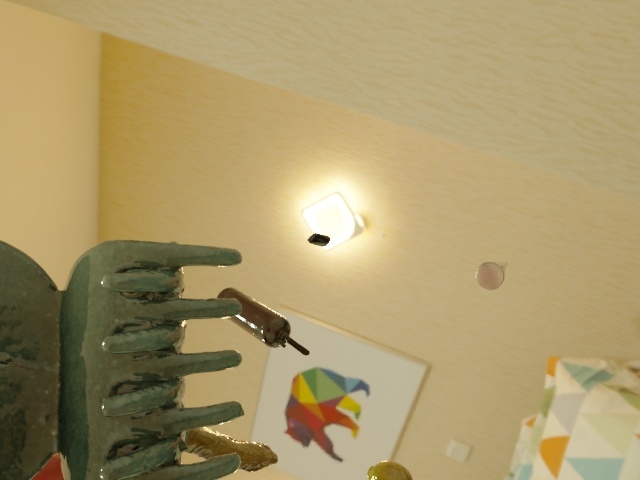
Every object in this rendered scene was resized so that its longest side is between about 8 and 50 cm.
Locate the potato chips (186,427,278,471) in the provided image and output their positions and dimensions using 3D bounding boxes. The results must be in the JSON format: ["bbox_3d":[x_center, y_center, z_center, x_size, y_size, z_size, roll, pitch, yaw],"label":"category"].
[{"bbox_3d":[-0.237,0.354,1.089,0.080,0.057,0.407,-43,-51,5],"label":"potato chips"}]

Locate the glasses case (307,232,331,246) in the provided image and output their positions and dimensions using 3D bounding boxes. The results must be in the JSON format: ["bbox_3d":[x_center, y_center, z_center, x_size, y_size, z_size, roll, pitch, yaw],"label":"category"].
[{"bbox_3d":[0.000,0.000,1.537,0.033,0.023,0.083,-46,-27,18],"label":"glasses case"}]

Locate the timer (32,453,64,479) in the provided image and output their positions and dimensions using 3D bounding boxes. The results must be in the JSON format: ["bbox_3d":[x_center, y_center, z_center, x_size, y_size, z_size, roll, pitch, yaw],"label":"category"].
[{"bbox_3d":[-0.484,0.576,1.193,0.378,0.378,0.279,85,-164,-66],"label":"timer"}]

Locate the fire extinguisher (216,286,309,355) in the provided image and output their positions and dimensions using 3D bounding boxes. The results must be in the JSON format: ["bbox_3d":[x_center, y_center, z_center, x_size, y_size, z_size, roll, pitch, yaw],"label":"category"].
[{"bbox_3d":[-0.130,0.182,1.303,0.072,0.268,0.089,-54,-48,-13],"label":"fire extinguisher"}]

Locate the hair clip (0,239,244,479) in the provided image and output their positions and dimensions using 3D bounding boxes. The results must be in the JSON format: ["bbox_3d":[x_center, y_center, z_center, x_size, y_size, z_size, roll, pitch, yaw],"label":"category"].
[{"bbox_3d":[-0.233,0.153,0.685,0.392,0.238,0.318,7,-98,-52],"label":"hair clip"}]

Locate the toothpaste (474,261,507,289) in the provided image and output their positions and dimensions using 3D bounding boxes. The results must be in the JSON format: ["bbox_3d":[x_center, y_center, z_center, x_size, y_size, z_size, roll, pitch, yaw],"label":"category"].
[{"bbox_3d":[0.420,0.082,1.460,0.100,0.066,0.323,-29,-8,15],"label":"toothpaste"}]

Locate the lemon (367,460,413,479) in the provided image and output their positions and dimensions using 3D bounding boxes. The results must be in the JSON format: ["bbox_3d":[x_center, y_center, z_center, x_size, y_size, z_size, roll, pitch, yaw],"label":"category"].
[{"bbox_3d":[0.103,0.361,0.879,0.062,0.083,0.062,-17,-66,-42],"label":"lemon"}]
